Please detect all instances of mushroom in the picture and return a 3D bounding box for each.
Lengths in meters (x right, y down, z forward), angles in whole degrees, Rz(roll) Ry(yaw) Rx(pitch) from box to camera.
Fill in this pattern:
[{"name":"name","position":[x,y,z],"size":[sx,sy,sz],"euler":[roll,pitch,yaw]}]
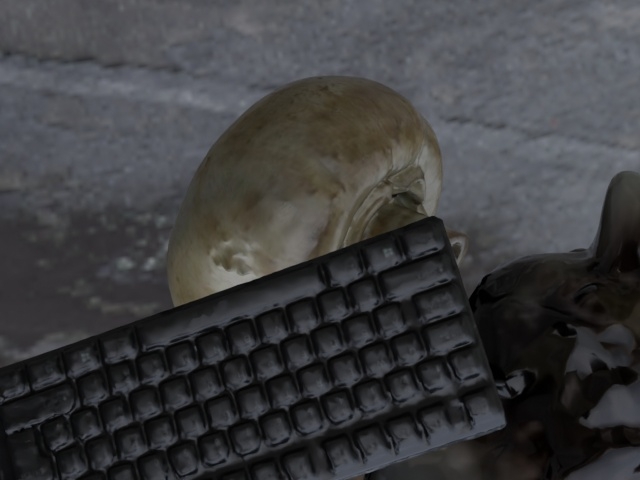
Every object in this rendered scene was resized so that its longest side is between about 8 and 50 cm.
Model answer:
[{"name":"mushroom","position":[0.000,0.000,0.802],"size":[0.166,0.127,0.166],"euler":[-37,142,-36]}]

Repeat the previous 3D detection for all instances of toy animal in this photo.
[{"name":"toy animal","position":[0.106,0.137,0.709],"size":[0.302,0.344,0.194],"euler":[8,-165,2]}]

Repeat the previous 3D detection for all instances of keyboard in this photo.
[{"name":"keyboard","position":[-0.054,0.054,0.440],"size":[0.204,0.061,0.013],"euler":[-19,163,7]}]
